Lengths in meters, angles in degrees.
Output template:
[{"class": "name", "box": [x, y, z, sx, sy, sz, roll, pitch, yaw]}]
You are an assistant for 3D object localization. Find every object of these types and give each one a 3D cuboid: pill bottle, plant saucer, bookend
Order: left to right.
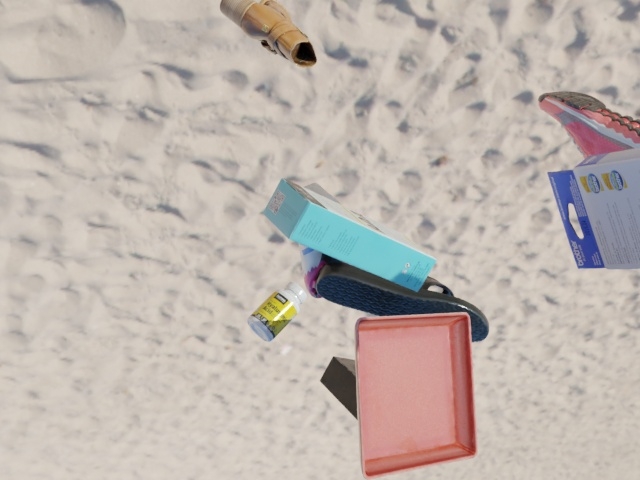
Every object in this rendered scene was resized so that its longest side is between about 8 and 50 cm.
[{"class": "pill bottle", "box": [-0.081, 0.135, 1.416, 0.116, 0.065, 0.065, -45, 161, -24]}, {"class": "bookend", "box": [0.109, 0.351, 1.714, 0.157, 0.156, 0.072, 17, 105, -44]}, {"class": "plant saucer", "box": [0.157, 0.256, 1.256, 0.259, 0.258, 0.048, 1, 174, -33]}]

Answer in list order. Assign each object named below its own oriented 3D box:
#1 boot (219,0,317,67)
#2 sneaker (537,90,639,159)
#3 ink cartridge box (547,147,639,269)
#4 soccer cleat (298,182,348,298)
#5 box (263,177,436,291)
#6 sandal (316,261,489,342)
[{"class": "boot", "box": [-0.061, -0.332, 1.190, 0.072, 0.152, 0.197, -59, 162, 21]}, {"class": "sneaker", "box": [0.595, -0.225, 1.601, 0.116, 0.314, 0.136, -16, 132, -41]}, {"class": "ink cartridge box", "box": [0.509, -0.049, 1.093, 0.065, 0.185, 0.311, -34, -162, -37]}, {"class": "soccer cleat", "box": [0.000, 0.000, 1.768, 0.116, 0.143, 0.331, -21, 142, -21]}, {"class": "box", "box": [0.045, -0.005, 1.051, 0.244, 0.100, 0.060, 23, 101, -33]}, {"class": "sandal", "box": [0.211, 0.129, 1.759, 0.446, 0.107, 0.167, 21, 143, -10]}]
